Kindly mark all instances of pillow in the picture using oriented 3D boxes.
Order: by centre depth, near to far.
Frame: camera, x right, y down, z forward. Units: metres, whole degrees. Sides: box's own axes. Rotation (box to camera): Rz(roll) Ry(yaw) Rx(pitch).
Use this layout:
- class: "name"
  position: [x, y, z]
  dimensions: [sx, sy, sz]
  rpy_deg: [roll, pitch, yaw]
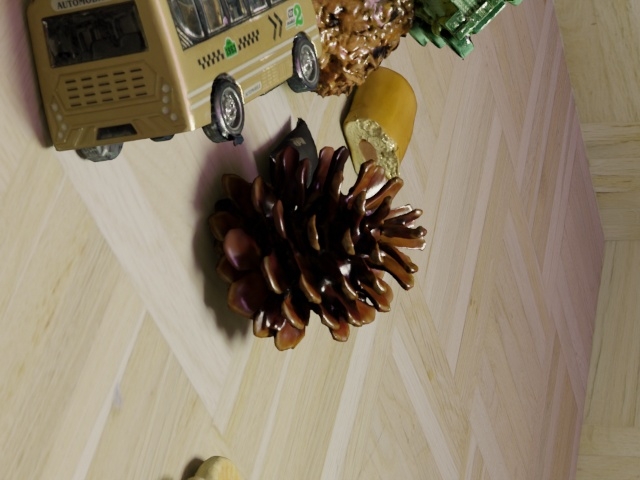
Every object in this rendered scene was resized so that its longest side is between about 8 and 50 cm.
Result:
- class: "pillow"
  position: [-0.036, -0.098, 1.926]
  dimensions: [0.150, 0.048, 0.090]
  rpy_deg: [-57, 151, -62]

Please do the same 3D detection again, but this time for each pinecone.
- class: "pinecone"
  position: [0.006, 0.000, 1.754]
  dimensions: [0.264, 0.264, 0.264]
  rpy_deg: [-1, 90, -69]

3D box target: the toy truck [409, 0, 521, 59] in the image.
- class: "toy truck"
  position: [0.167, -0.339, 1.951]
  dimensions: [0.135, 0.128, 0.259]
  rpy_deg: [45, 3, -20]

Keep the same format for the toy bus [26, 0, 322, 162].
- class: "toy bus"
  position: [-0.136, -0.212, 1.488]
  dimensions: [0.365, 0.177, 0.202]
  rpy_deg: [-43, 123, -62]

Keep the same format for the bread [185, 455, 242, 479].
- class: "bread"
  position: [-0.112, 0.404, 1.640]
  dimensions: [0.316, 0.054, 0.316]
  rpy_deg: [-10, 90, -73]

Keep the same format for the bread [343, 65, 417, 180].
- class: "bread"
  position: [0.099, -0.183, 2.232]
  dimensions: [0.134, 0.085, 0.173]
  rpy_deg: [69, 28, -42]

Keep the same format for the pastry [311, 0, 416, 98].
- class: "pastry"
  position: [0.043, -0.321, 1.941]
  dimensions: [0.275, 0.192, 0.275]
  rpy_deg: [-3, 90, -70]
